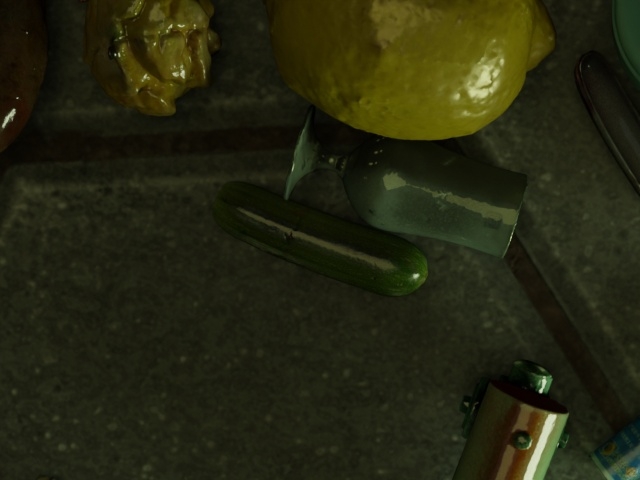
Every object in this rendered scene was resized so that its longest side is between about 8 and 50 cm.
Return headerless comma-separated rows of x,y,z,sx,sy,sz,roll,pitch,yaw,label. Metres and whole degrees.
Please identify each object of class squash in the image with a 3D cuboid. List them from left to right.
0.000,0.000,1.572,0.229,0.066,0.066,21,96,5,squash

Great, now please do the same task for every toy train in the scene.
0.163,0.258,1.513,0.116,0.177,0.285,22,96,4,toy train

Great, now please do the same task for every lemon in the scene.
0.082,-0.208,1.464,0.288,0.233,0.233,9,95,-3,lemon

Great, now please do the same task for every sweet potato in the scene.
-0.320,-0.264,1.574,0.109,0.109,0.385,5,83,6,sweet potato

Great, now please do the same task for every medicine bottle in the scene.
0.357,0.178,1.546,0.191,0.051,0.051,-39,89,9,medicine bottle

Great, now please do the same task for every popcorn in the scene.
-0.172,-0.203,1.543,0.148,0.152,0.167,26,122,32,popcorn

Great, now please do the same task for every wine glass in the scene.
0.086,-0.055,1.538,0.231,0.103,0.103,18,96,2,wine glass

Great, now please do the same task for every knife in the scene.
0.324,-0.060,1.527,0.123,0.053,0.278,-35,91,-20,knife

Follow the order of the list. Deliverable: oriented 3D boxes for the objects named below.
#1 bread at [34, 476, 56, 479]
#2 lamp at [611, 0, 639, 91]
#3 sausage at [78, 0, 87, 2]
-0.321,0.508,1.520,0.242,0.405,0.346,-30,102,18,bread
0.366,-0.234,1.418,0.209,0.147,0.284,-16,97,7,lamp
-0.234,-0.374,1.566,0.083,0.083,0.264,5,96,6,sausage
